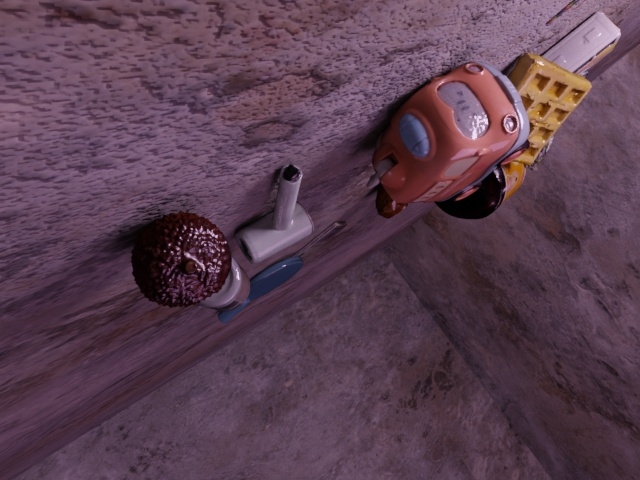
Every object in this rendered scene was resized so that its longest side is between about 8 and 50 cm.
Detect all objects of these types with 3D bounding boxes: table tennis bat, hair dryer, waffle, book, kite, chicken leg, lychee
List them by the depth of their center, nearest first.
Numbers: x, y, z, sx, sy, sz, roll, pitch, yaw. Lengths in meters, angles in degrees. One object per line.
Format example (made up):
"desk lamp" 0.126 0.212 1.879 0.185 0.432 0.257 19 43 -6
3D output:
"lychee" -0.173 0.026 0.564 0.123 0.123 0.129 -31 179 -28
"hair dryer" -0.067 -0.046 0.747 0.131 0.073 0.236 -30 167 -23
"kite" 0.526 -0.489 0.823 0.244 0.006 0.198 -39 171 20
"waffle" 0.485 -0.296 1.064 0.221 0.055 0.247 4 133 -30
"chicken leg" 0.240 -0.176 1.193 0.304 0.093 0.113 -54 178 42
"table tennis bat" -0.188 0.149 1.382 0.329 0.044 0.215 -38 167 16
"book" 0.000 0.000 1.403 0.182 0.014 0.127 -38 170 18

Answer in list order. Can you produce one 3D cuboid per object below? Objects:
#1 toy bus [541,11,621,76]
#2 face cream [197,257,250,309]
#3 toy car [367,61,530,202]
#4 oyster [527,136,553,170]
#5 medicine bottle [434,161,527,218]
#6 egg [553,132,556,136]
"toy bus" 0.560 -0.400 1.125 0.343 0.097 0.138 -38 169 16
"face cream" -0.189 0.088 0.879 0.101 0.101 0.251 -34 172 -8
"toy car" 0.205 -0.171 0.791 0.213 0.180 0.270 -19 165 -30
"oyster" 0.603 -0.334 1.255 0.087 0.199 0.252 15 -102 51
"medicine bottle" 0.510 -0.246 1.365 0.395 0.242 0.242 -41 176 -35
"egg" 0.731 -0.376 1.632 0.176 0.176 0.232 -29 171 -38
